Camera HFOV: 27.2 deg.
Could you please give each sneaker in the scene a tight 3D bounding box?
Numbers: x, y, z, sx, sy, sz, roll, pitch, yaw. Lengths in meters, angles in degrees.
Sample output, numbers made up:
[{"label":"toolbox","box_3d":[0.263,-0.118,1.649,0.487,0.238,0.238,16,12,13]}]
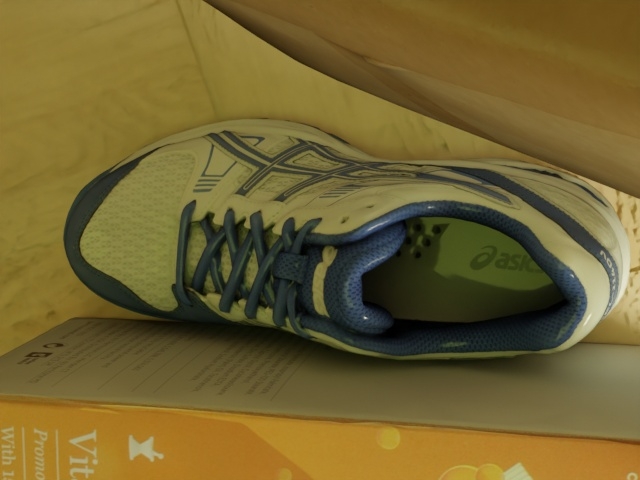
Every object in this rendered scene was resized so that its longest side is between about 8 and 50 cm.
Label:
[{"label":"sneaker","box_3d":[0.000,0.000,0.651,0.297,0.131,0.111,0,101,14]}]

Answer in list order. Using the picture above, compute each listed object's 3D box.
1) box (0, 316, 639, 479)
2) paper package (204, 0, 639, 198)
[{"label":"box","box_3d":[0.009,0.165,0.654,0.346,0.168,0.214,2,99,12]},{"label":"paper package","box_3d":[0.103,-0.182,0.421,0.325,0.168,0.309,26,91,41]}]
